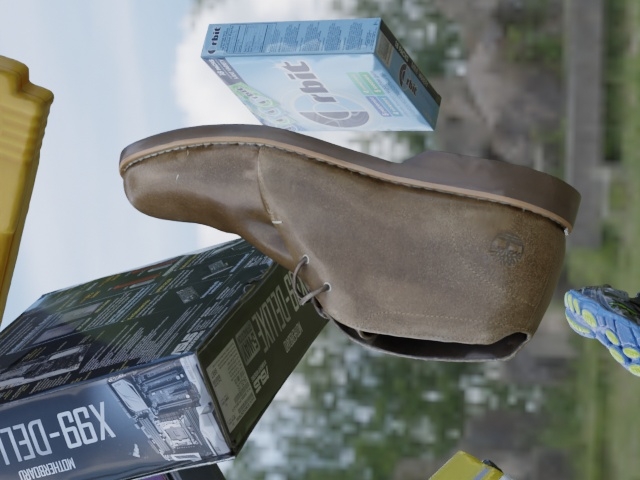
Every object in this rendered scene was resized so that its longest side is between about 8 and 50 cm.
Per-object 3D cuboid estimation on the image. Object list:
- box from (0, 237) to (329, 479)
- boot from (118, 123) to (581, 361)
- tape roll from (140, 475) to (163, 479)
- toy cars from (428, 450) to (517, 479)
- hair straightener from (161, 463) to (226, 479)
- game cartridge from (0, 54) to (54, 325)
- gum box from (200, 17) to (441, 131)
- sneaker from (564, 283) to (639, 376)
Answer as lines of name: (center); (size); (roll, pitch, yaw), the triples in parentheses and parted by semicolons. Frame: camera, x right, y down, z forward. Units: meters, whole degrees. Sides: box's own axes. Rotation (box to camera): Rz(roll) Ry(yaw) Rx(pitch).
box: (-0.139, 0.089, 1.406); (0.307, 0.242, 0.076); (-52, -56, -68)
boot: (0.000, 0.000, 1.217); (0.112, 0.305, 0.115); (34, -113, -63)
tape roll: (-0.236, 0.297, 1.754); (0.090, 0.275, 0.275); (5, -93, -46)
toy cars: (0.190, 0.370, 2.008); (0.087, 0.176, 0.393); (79, -176, -53)
hair straightener: (-0.120, 0.144, 1.636); (0.230, 0.047, 0.089); (67, 160, 10)
game cartridge: (-0.388, -0.031, 1.647); (0.052, 0.285, 0.323); (-62, -11, -65)
gum box: (0.002, -0.156, 1.898); (0.157, 0.184, 0.041); (46, -128, -55)
sneaker: (0.337, 0.089, 2.156); (0.188, 0.078, 0.067); (40, 148, 59)
